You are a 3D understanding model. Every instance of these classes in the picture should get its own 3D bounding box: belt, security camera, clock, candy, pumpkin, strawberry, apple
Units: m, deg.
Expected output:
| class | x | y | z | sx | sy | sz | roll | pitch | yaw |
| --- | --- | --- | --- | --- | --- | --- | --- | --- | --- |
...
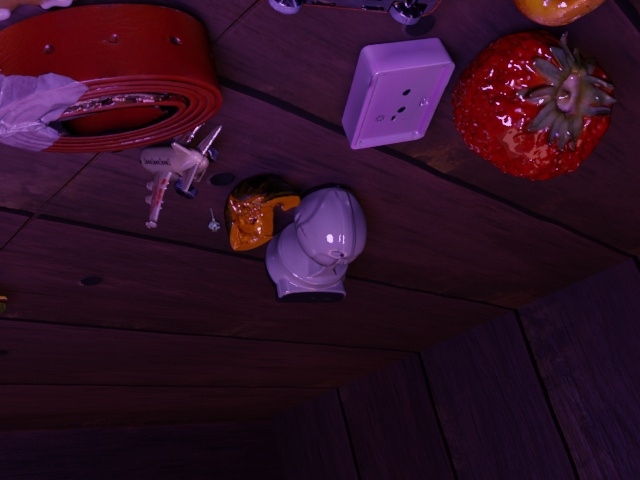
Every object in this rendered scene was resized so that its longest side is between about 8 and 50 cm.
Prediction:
| class | x | y | z | sx | sy | sz | roll | pitch | yaw |
| --- | --- | --- | --- | --- | --- | --- | --- | --- | --- |
| belt | -0.302 | -0.208 | 0.932 | 0.323 | 0.115 | 0.227 | -11 | 165 | -9 |
| security camera | 0.000 | 0.000 | 1.504 | 0.197 | 0.191 | 0.277 | 3 | 148 | -22 |
| clock | 0.128 | -0.247 | 1.164 | 0.150 | 0.063 | 0.197 | -11 | 153 | -16 |
| candy | -0.234 | -0.047 | 1.479 | 0.023 | 0.025 | 0.083 | -37 | 153 | -19 |
| pumpkin | -0.128 | -0.072 | 1.373 | 0.119 | 0.108 | 0.183 | 1 | 145 | -46 |
| strawberry | 0.343 | -0.223 | 1.172 | 0.257 | 0.257 | 0.277 | -8 | -175 | -15 |
| apple | 0.329 | -0.368 | 0.942 | 0.146 | 0.146 | 0.146 | -12 | 156 | -5 |

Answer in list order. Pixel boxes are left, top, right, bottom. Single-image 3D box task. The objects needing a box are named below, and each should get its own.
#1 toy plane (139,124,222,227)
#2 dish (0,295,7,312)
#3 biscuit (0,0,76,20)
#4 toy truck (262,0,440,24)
| class | x | y | z | sx | sy | sz | roll | pitch | yaw |
| --- | --- | --- | --- | --- | --- | --- | --- | --- | --- |
| toy plane | -0.238 | -0.128 | 1.130 | 0.104 | 0.242 | 0.256 | 29 | 168 | -20 |
| dish | -0.769 | 0.115 | 1.456 | 0.207 | 0.080 | 0.149 | -12 | 152 | -3 |
| biscuit | -0.384 | -0.318 | 0.715 | 0.197 | 0.049 | 0.301 | -17 | 166 | 2 |
| toy truck | 0.041 | -0.353 | 0.850 | 0.252 | 0.114 | 0.107 | -3 | 152 | -21 |
